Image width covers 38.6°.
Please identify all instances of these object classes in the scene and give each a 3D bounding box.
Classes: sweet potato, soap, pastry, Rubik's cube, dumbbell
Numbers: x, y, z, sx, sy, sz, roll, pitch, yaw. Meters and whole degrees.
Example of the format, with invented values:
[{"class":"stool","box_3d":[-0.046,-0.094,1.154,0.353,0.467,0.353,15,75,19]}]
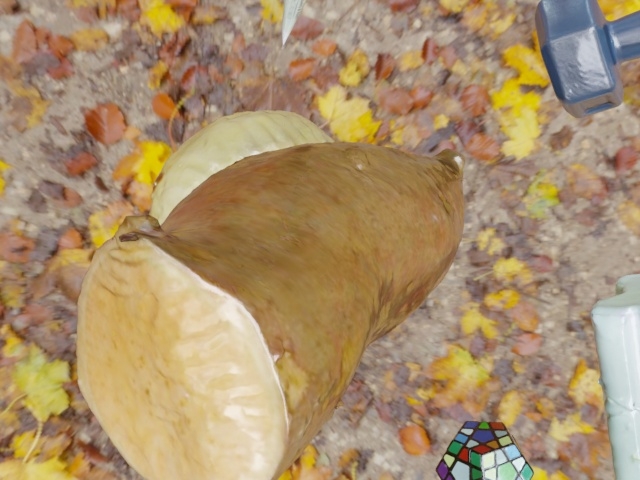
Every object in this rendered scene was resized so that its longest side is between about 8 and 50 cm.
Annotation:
[{"class":"sweet potato","box_3d":[0.000,0.003,0.502,0.131,0.337,0.131,10,114,22]},{"class":"soap","box_3d":[0.518,0.271,1.172,0.261,0.156,0.445,-4,103,34]},{"class":"pastry","box_3d":[-0.116,-0.031,1.544,0.389,0.313,0.388,-12,112,-33]},{"class":"Rubik's cube","box_3d":[0.217,0.303,1.207,0.133,0.133,0.111,-6,112,-7]},{"class":"dumbbell","box_3d":[0.415,-0.251,1.052,0.316,0.143,0.156,-15,108,22]}]

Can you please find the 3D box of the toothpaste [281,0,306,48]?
[{"class":"toothpaste","box_3d":[-0.011,-0.323,0.984,0.058,0.314,0.056,-36,81,-22]}]
